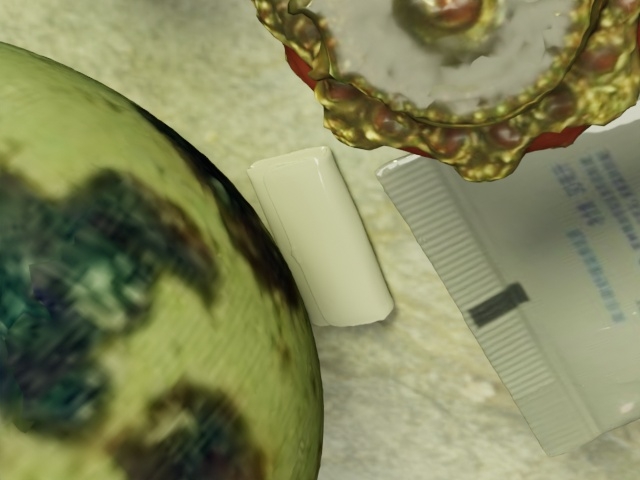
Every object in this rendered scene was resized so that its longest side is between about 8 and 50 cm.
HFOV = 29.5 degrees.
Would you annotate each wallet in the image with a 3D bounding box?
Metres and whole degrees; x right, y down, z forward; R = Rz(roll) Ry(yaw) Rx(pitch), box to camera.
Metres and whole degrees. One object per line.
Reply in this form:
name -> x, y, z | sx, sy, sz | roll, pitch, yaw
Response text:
wallet -> 0.000, 0.000, 0.773 | 0.061, 0.025, 0.122 | -9, 118, 27

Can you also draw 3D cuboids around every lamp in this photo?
lamp -> 0.066, -0.134, 0.524 | 0.177, 0.274, 0.177 | 3, 112, 8

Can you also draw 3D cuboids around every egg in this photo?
egg -> -0.197, 0.062, 0.674 | 0.428, 0.345, 0.345 | 44, 122, 1

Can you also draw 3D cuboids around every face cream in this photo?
face cream -> 0.265, -0.028, 0.597 | 0.420, 0.137, 0.235 | -23, 125, 17
